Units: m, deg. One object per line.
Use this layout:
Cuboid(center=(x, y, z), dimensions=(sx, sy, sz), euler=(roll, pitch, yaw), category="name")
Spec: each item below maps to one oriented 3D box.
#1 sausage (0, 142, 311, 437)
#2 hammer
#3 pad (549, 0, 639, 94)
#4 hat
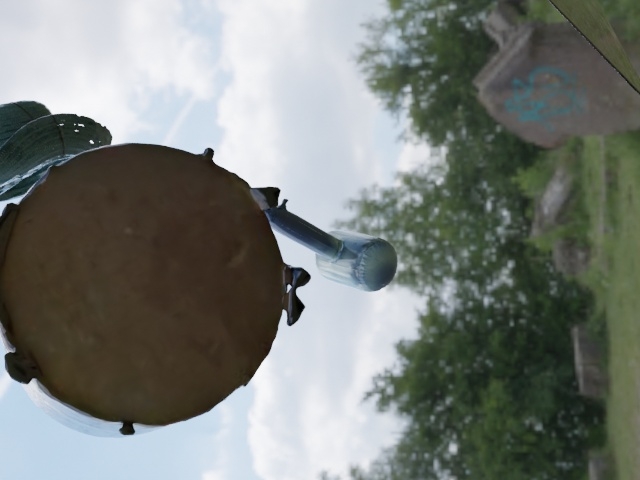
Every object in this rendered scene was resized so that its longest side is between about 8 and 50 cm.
Cuboid(center=(-0.103, 0.043, 0.526), dimensions=(0.317, 0.125, 0.117), euler=(142, 109, -71), category="sausage")
Cuboid(center=(0.000, 0.000, 1.195), dimensions=(0.194, 0.116, 0.069), euler=(30, -99, -37), category="hammer")
Cuboid(center=(0.132, -0.199, 0.631), dimensions=(0.267, 0.004, 0.181), euler=(22, -136, -51), category="pad")
Cuboid(center=(-0.265, -0.077, 0.836), dimensions=(0.078, 0.138, 0.191), euler=(67, -156, -2), category="hat")
